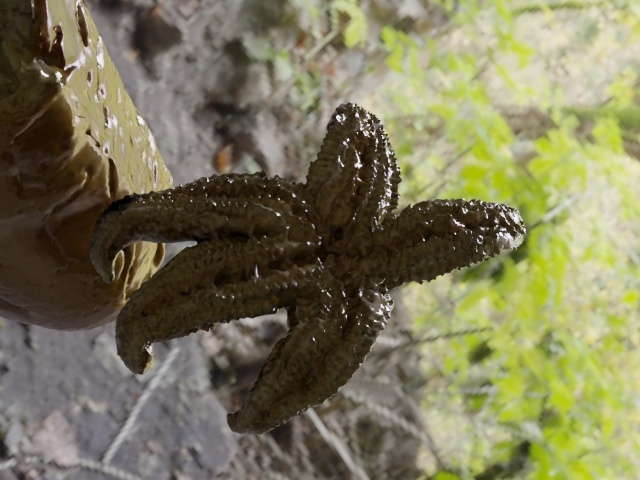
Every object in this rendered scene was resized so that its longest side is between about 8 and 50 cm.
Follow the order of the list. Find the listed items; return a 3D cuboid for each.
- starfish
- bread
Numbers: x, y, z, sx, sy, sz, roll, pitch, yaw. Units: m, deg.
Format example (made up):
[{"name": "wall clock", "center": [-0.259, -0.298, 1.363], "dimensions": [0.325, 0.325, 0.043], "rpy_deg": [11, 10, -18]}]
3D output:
[{"name": "starfish", "center": [0.001, -0.001, 0.747], "dimensions": [0.238, 0.071, 0.216], "rpy_deg": [0, 53, -18]}, {"name": "bread", "center": [-0.220, -0.065, 0.935], "dimensions": [0.344, 0.195, 0.149], "rpy_deg": [67, 28, -59]}]
